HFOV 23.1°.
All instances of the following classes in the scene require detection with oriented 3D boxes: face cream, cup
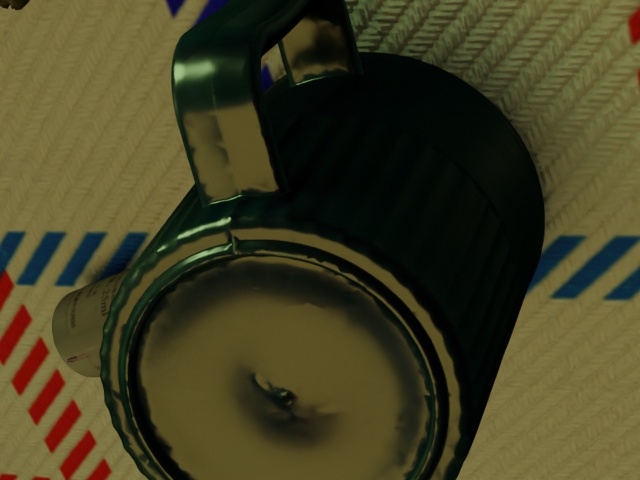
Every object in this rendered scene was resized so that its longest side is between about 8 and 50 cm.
[{"bbox_3d":[-0.108,0.047,1.282,0.269,0.082,0.082,-19,120,39],"label":"face cream"},{"bbox_3d":[0.017,0.009,1.002,0.242,0.292,0.308,20,117,6],"label":"cup"}]

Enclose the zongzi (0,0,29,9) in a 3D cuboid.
[{"bbox_3d":[-0.198,-0.199,1.133,0.083,0.040,0.076,3,141,-1],"label":"zongzi"}]
